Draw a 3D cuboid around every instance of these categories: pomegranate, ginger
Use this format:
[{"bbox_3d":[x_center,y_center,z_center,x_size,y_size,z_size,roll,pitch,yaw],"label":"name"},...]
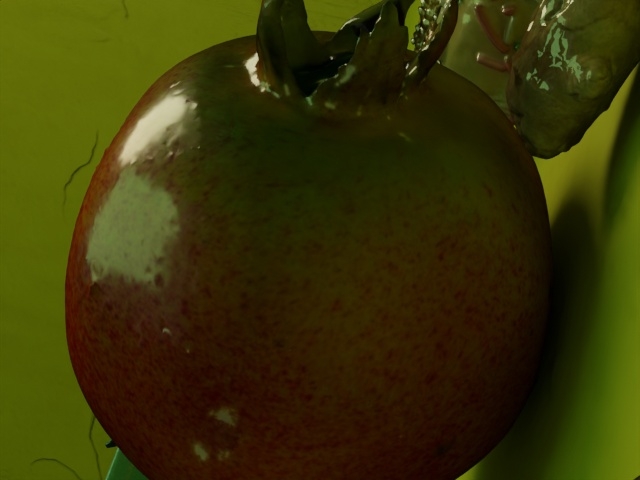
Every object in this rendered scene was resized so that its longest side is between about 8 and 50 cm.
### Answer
[{"bbox_3d":[0.000,0.000,0.593,0.221,0.221,0.256,-80,-2,-54],"label":"pomegranate"},{"bbox_3d":[0.121,-0.174,0.542,0.089,0.075,0.288,53,-133,-87],"label":"ginger"}]

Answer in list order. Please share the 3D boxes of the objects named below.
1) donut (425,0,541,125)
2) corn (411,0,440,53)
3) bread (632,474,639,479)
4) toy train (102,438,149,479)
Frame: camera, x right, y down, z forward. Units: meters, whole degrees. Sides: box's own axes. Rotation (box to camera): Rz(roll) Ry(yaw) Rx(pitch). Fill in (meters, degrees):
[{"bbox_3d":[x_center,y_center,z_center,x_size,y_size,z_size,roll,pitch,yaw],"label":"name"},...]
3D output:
[{"bbox_3d":[0.101,-0.145,0.737,0.174,0.068,0.174,-167,90,-88],"label":"donut"},{"bbox_3d":[0.102,-0.172,0.868,0.072,0.072,0.203,-80,4,-52],"label":"corn"},{"bbox_3d":[0.074,0.073,0.260,0.066,0.060,0.110,-61,0,-13],"label":"bread"},{"bbox_3d":[-0.050,0.180,0.879,0.112,0.203,0.163,-73,5,-80],"label":"toy train"}]
